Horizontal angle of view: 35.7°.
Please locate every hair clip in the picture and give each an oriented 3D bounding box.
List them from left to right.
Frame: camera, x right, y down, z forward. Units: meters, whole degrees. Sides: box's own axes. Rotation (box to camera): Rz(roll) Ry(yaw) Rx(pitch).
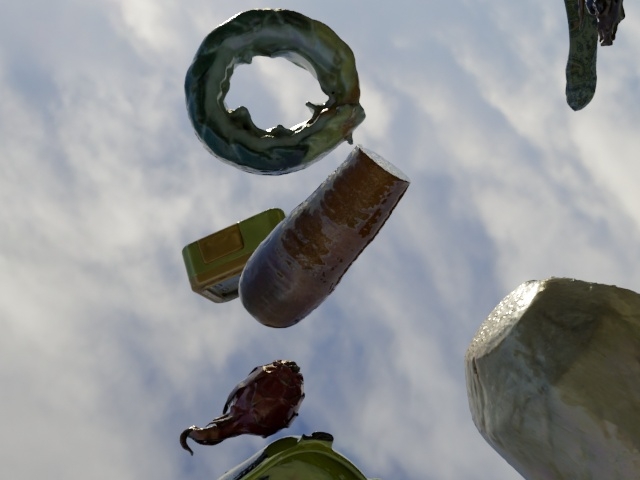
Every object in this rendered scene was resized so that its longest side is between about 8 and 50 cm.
[{"bbox_3d":[0.358,-0.294,1.388,0.066,0.229,0.036,-19,-164,-28],"label":"hair clip"}]

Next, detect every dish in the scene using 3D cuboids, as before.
[{"bbox_3d":[-0.059,0.352,1.350,0.221,0.262,0.108,44,-173,-32],"label":"dish"}]

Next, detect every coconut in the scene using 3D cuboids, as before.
[{"bbox_3d":[0.438,0.251,1.591,0.415,0.345,0.415,40,-177,-3],"label":"coconut"}]

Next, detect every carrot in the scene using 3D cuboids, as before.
[{"bbox_3d":[0.000,0.000,0.914,0.087,0.193,0.087,33,-156,-17],"label":"carrot"}]

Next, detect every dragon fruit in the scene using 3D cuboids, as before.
[{"bbox_3d":[-0.101,0.237,1.353,0.094,0.190,0.094,55,172,11],"label":"dragon fruit"}]

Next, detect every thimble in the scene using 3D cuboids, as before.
[{"bbox_3d":[-0.071,-0.229,1.576,0.288,0.254,0.167,11,-179,-3],"label":"thimble"}]

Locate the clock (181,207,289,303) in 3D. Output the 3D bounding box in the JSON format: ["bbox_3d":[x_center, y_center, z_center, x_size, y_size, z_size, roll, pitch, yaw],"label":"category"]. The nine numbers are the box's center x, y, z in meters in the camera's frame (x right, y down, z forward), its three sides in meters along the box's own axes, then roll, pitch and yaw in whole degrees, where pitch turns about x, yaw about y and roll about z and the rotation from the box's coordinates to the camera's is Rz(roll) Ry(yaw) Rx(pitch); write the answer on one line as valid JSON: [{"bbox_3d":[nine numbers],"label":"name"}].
[{"bbox_3d":[-0.129,0.030,1.752,0.143,0.202,0.096,37,-147,-68],"label":"clock"}]

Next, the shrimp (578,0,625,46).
[{"bbox_3d":[0.319,-0.330,0.947,0.152,0.287,0.063,2,-167,0],"label":"shrimp"}]
